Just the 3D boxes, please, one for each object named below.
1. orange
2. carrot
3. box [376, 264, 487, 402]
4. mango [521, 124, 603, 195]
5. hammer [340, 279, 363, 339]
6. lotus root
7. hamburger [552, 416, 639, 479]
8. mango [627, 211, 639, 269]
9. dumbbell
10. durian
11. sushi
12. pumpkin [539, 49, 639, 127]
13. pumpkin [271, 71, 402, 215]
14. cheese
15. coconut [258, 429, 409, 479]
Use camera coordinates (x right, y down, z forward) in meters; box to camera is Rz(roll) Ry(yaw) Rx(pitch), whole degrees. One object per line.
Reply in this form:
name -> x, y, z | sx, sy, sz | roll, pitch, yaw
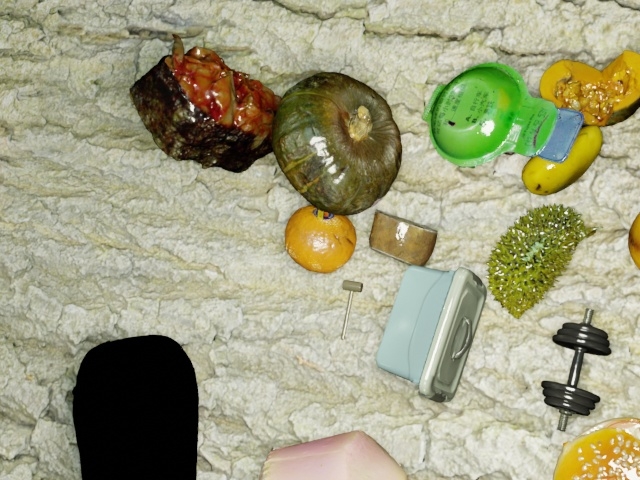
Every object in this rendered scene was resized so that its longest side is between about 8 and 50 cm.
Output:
orange -> -0.001, 0.001, 1.575 | 0.135, 0.135, 0.118 | 15, 115, 18
carrot -> -0.323, 0.347, 1.530 | 0.224, 0.224, 0.341 | -11, 79, 12
box -> 0.197, 0.155, 1.470 | 0.130, 0.162, 0.227 | 14, 81, 28
mango -> 0.427, -0.140, 1.501 | 0.161, 0.103, 0.076 | -38, 62, 4
hammer -> 0.051, 0.129, 1.588 | 0.035, 0.019, 0.110 | 10, 85, 17
lotus root -> 0.144, -0.005, 1.541 | 0.122, 0.112, 0.081 | 22, 90, 18
hamburger -> 0.475, 0.391, 1.342 | 0.236, 0.147, 0.237 | -4, 77, 17
mango -> 0.614, -0.021, 1.419 | 0.219, 0.112, 0.145 | -34, 69, 1
dumbbell -> 0.423, 0.213, 1.422 | 0.099, 0.099, 0.209 | 14, 80, 18
durian -> 0.371, 0.017, 1.487 | 0.137, 0.095, 0.221 | 41, 84, 19
sushi -> -0.203, -0.248, 1.572 | 0.182, 0.343, 0.196 | -44, 68, 16
pumpkin -> 0.486, -0.257, 1.511 | 0.183, 0.107, 0.119 | 1, 70, 25
pumpkin -> 0.038, -0.183, 1.530 | 0.189, 0.260, 0.260 | -35, 65, 46
cheese -> 0.314, -0.214, 1.524 | 0.320, 0.083, 0.204 | 25, 90, 41
coconut -> 0.037, 0.437, 1.421 | 0.245, 0.233, 0.233 | -12, 74, 20
